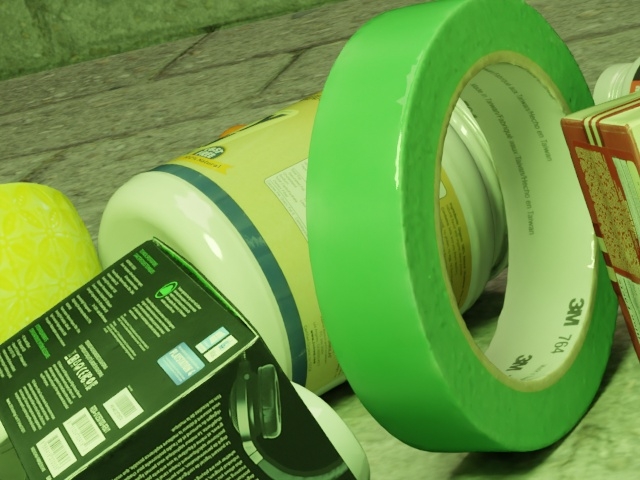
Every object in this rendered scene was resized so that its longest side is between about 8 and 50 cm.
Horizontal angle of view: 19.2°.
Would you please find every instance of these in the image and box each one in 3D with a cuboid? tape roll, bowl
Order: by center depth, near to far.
[{"bbox_3d":[0.110,-0.011,1.334,0.077,0.321,0.321,-5,20,35],"label":"tape roll"},{"bbox_3d":[-0.270,0.109,1.481,0.289,0.156,0.289,-35,-21,-15],"label":"bowl"}]

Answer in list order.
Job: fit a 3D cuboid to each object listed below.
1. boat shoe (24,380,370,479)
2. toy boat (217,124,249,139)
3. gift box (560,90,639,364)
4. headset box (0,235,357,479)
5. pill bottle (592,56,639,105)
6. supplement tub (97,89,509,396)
[{"bbox_3d":[-0.095,0.175,1.338,0.119,0.121,0.335,-37,14,-33],"label":"boat shoe"},{"bbox_3d":[-0.049,-0.050,1.796,0.231,0.151,0.151,-44,58,5],"label":"toy boat"},{"bbox_3d":[0.335,-0.009,1.242,0.258,0.255,0.276,-20,11,-3],"label":"gift box"},{"bbox_3d":[-0.038,0.166,1.007,0.131,0.283,0.246,-36,18,-7],"label":"headset box"},{"bbox_3d":[0.364,-0.136,1.861,0.108,0.108,0.193,-28,19,-33],"label":"pill bottle"},{"bbox_3d":[0.000,0.000,1.571,0.316,0.228,0.228,-27,19,-31],"label":"supplement tub"}]
